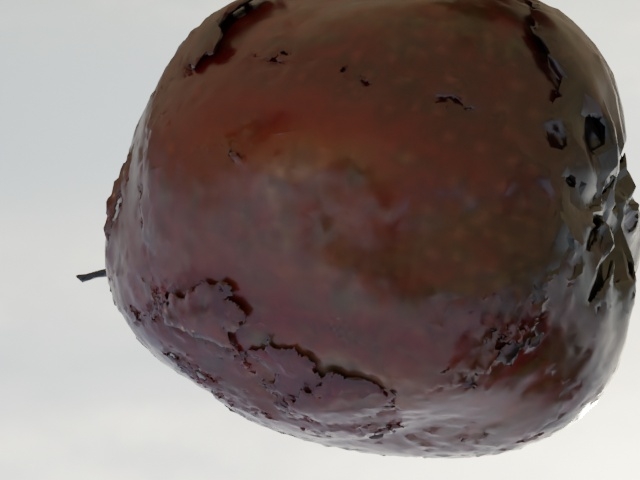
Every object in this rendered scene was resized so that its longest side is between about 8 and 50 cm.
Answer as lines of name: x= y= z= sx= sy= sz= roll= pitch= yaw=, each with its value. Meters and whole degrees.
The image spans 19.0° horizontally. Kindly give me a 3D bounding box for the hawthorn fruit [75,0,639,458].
hawthorn fruit: x=0.000 y=0.000 z=0.685 sx=0.235 sy=0.181 sz=0.181 roll=-13 pitch=-176 yaw=26
